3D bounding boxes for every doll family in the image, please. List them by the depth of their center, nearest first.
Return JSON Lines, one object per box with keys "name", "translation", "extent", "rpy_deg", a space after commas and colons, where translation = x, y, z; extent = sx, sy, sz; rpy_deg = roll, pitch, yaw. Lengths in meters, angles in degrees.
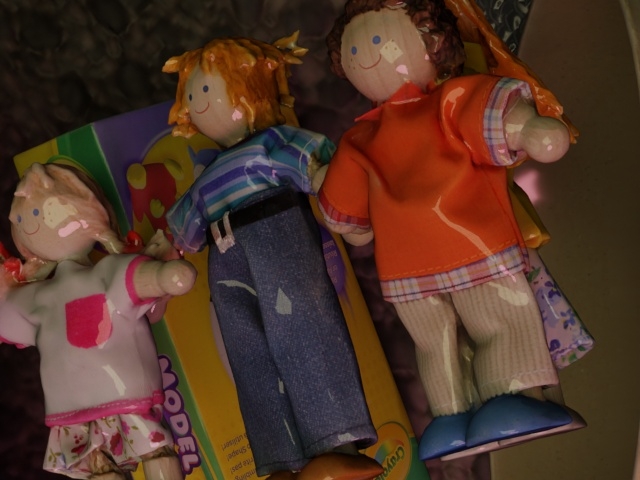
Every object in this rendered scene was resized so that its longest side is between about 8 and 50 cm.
{"name": "doll family", "translation": [0.000, 0.000, 0.617], "extent": [0.263, 0.118, 0.163], "rpy_deg": [-22, 78, 41]}

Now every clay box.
{"name": "clay box", "translation": [-0.030, 0.050, 0.752], "extent": [0.053, 0.127, 0.222], "rpy_deg": [-20, 92, 37]}

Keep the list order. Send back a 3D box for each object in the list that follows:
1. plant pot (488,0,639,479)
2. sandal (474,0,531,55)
{"name": "plant pot", "translation": [0.215, 0.029, 0.652], "extent": [0.274, 0.256, 0.256], "rpy_deg": [2, 98, -4]}
{"name": "sandal", "translation": [0.186, -0.122, 0.729], "extent": [0.254, 0.054, 0.097], "rpy_deg": [-6, 89, 23]}
